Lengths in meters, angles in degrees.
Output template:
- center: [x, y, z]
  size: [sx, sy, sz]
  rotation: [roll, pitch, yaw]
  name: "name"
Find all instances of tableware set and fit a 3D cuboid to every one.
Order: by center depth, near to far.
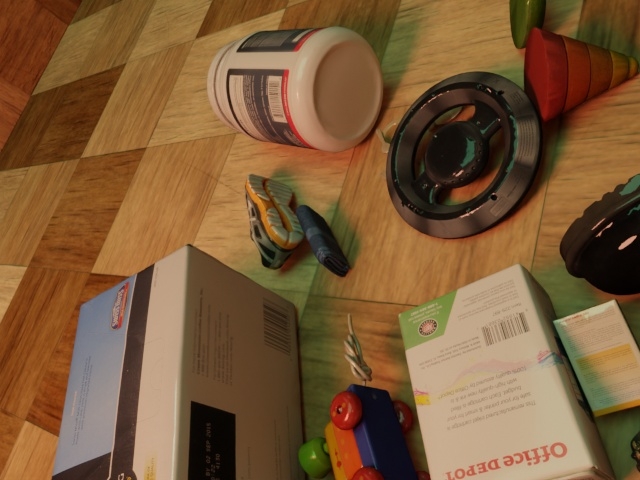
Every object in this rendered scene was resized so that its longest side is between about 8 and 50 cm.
- center: [0.155, -0.154, 0.872]
  size: [0.168, 0.020, 0.141]
  rotation: [-30, 49, 22]
  name: "tableware set"

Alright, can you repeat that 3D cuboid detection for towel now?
- center: [0.000, 0.000, 0.875]
  size: [0.029, 0.067, 0.119]
  rotation: [-39, 46, 13]
  name: "towel"

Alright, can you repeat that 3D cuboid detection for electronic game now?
- center: [0.184, -0.115, 0.782]
  size: [0.229, 0.048, 0.229]
  rotation: [-12, 71, 41]
  name: "electronic game"

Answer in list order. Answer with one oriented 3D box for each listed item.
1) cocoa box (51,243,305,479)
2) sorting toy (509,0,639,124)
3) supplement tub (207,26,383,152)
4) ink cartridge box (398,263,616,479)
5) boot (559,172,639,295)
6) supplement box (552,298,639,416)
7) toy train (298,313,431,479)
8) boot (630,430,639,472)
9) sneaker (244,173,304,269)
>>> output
- center: [-0.179, 0.230, 0.765]
  size: [0.228, 0.231, 0.347]
  rotation: [-27, 50, 27]
  name: "cocoa box"
- center: [0.330, -0.314, 0.786]
  size: [0.126, 0.127, 0.366]
  rotation: [-3, 58, 9]
  name: "sorting toy"
- center: [-0.048, -0.256, 0.985]
  size: [0.272, 0.191, 0.191]
  rotation: [18, 77, 45]
  name: "supplement tub"
- center: [0.183, 0.156, 0.604]
  size: [0.154, 0.093, 0.212]
  rotation: [-28, 48, 26]
  name: "ink cartridge box"
- center: [0.397, 0.037, 0.467]
  size: [0.348, 0.131, 0.260]
  rotation: [-25, 51, 27]
  name: "boot"
- center: [0.278, 0.113, 0.567]
  size: [0.062, 0.036, 0.098]
  rotation: [-26, 72, 26]
  name: "supplement box"
- center: [0.027, 0.229, 0.697]
  size: [0.143, 0.105, 0.248]
  rotation: [-45, 43, 28]
  name: "toy train"
- center: [0.280, 0.236, 0.496]
  size: [0.198, 0.077, 0.137]
  rotation: [-29, 43, 7]
  name: "boot"
- center: [-0.090, -0.038, 0.971]
  size: [0.083, 0.084, 0.215]
  rotation: [-64, 27, 30]
  name: "sneaker"
